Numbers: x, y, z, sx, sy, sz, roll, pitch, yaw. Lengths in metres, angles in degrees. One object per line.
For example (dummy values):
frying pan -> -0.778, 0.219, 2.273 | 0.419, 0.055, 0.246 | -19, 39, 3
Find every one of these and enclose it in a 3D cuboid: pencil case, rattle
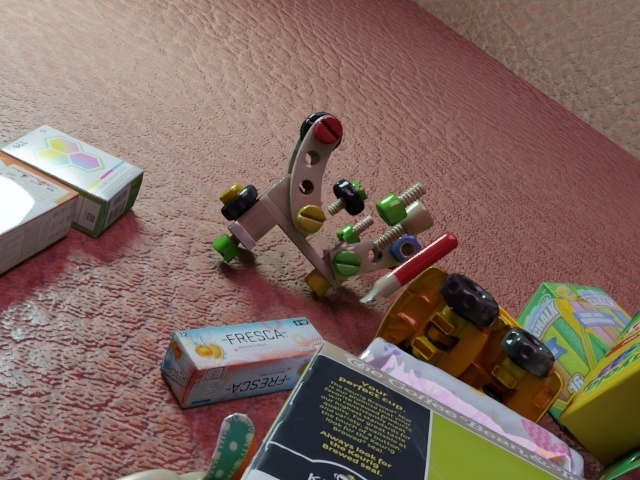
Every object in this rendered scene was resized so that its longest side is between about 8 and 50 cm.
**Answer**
pencil case -> 0.140, 0.217, 0.846 | 0.273, 0.113, 0.124 | 31, 72, 9
rattle -> -0.103, 0.232, 0.581 | 0.199, 0.130, 0.142 | -15, 35, -30

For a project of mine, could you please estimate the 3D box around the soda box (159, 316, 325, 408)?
soda box -> -0.080, 0.132, 0.871 | 0.183, 0.058, 0.063 | -1, 37, -41

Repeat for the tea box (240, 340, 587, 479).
tea box -> 0.073, 0.272, 0.514 | 0.328, 0.220, 0.323 | 28, 14, 5

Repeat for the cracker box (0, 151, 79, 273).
cracker box -> -0.404, -0.025, 0.873 | 0.155, 0.067, 0.232 | 27, 27, 8

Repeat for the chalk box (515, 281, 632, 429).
chalk box -> 0.360, 0.146, 1.123 | 0.132, 0.132, 0.213 | 6, 32, -32

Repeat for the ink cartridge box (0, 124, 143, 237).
ink cartridge box -> -0.354, -0.092, 1.034 | 0.209, 0.062, 0.109 | 25, 28, 2

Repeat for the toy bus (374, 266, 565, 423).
toy bus -> 0.211, 0.149, 1.013 | 0.220, 0.149, 0.211 | 42, 16, 25

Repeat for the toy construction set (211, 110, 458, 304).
toy construction set -> 0.000, 0.000, 1.042 | 0.237, 0.258, 0.309 | -36, 32, -10

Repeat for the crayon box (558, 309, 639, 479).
crayon box -> 0.397, 0.130, 0.878 | 0.081, 0.202, 0.318 | 47, 46, 10
